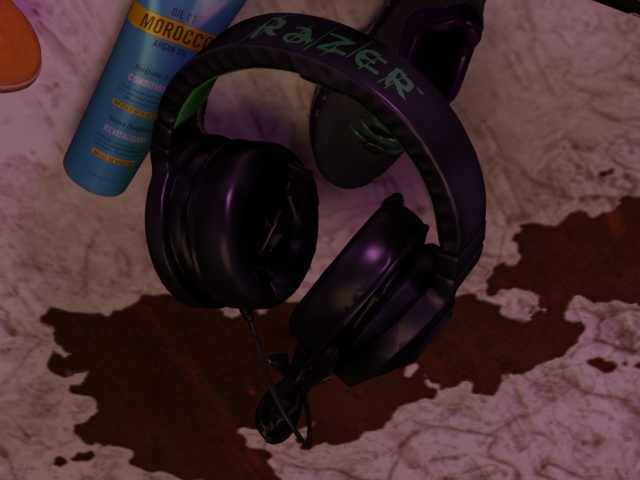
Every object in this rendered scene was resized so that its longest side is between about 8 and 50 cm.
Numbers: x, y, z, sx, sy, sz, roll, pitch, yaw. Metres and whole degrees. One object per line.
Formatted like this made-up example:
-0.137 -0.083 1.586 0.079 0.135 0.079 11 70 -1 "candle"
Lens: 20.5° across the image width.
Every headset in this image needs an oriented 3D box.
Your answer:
0.000 0.000 1.306 0.243 0.185 0.394 26 133 16 "headset"

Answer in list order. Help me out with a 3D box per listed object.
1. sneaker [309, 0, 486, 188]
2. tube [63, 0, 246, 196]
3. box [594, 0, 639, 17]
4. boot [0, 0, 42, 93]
0.050 -0.103 1.254 0.083 0.098 0.223 17 131 -13 "sneaker"
-0.123 -0.123 1.282 0.080 0.052 0.207 14 127 -26 "tube"
0.214 -0.240 0.984 0.257 0.079 0.322 20 153 -9 "box"
-0.263 -0.236 1.140 0.295 0.104 0.211 32 126 -20 "boot"
